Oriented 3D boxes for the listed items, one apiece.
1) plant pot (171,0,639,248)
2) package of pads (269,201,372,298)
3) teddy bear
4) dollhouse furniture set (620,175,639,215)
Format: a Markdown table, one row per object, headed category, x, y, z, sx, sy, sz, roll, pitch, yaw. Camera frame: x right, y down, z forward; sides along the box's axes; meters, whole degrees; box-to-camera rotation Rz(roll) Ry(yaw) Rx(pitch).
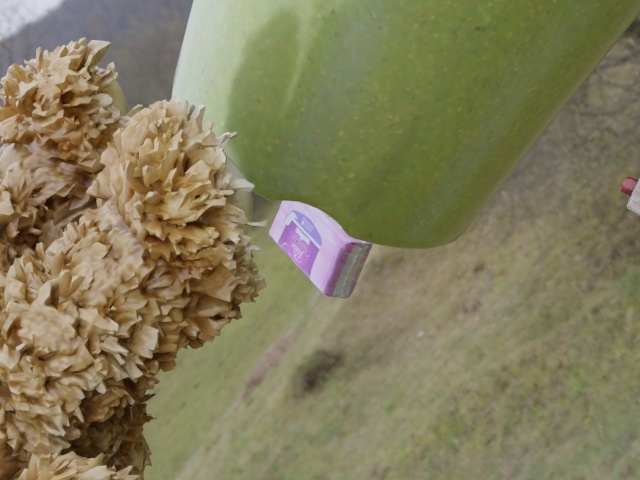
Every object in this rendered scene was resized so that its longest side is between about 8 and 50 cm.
| category | x | y | z | sx | sy | sz | roll | pitch | yaw |
| --- | --- | --- | --- | --- | --- | --- | --- | --- | --- |
| plant pot | 0.051 | -0.146 | 0.514 | 0.254 | 0.276 | 0.276 | -62 | 5 | 26 |
| package of pads | 0.000 | 0.000 | 0.752 | 0.083 | 0.032 | 0.050 | 46 | 121 | 40 |
| teddy bear | -0.149 | 0.074 | 0.420 | 0.338 | 0.245 | 0.113 | -47 | -31 | 15 |
| dollhouse furniture set | 0.146 | -0.038 | 0.250 | 0.184 | 0.129 | 0.129 | -13 | -54 | -57 |
